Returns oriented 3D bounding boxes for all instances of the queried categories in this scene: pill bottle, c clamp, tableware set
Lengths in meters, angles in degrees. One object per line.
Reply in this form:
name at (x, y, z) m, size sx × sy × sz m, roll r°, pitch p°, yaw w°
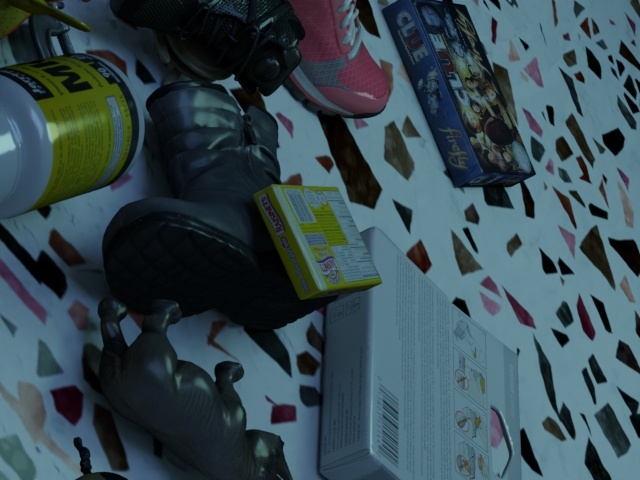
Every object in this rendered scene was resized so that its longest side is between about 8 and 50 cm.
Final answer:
pill bottle at (-0.240, -0.081, 1.537) m, size 0.119 × 0.119 × 0.208 m, roll 63°, pitch 27°, yaw 1°
c clamp at (-0.219, -0.147, 1.704) m, size 0.137 × 0.022 × 0.160 m, roll 2°, pitch 68°, yaw -81°
tableware set at (-0.140, -0.232, 1.925) m, size 0.128 × 0.039 × 0.194 m, roll 10°, pitch 51°, yaw -42°

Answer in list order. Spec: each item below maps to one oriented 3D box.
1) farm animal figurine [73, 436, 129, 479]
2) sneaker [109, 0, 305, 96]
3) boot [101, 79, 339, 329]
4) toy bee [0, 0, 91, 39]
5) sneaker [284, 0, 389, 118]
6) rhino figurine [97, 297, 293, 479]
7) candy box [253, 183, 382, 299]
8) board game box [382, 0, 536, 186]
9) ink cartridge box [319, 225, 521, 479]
farm animal figurine at (-0.081, 0.338, 1.385) m, size 0.330 × 0.172 × 0.326 m, roll 44°, pitch 33°, yaw -31°
sneaker at (-0.095, -0.207, 1.841) m, size 0.227 × 0.087 × 0.130 m, roll -2°, pitch 53°, yaw -54°
boot at (-0.118, -0.046, 1.744) m, size 0.338 × 0.118 × 0.222 m, roll 26°, pitch 41°, yaw -64°
toy bee at (-0.241, -0.223, 1.573) m, size 0.195 × 0.298 × 0.162 m, roll 48°, pitch -9°, yaw 35°
sneaker at (-0.005, -0.256, 2.066) m, size 0.314 × 0.136 × 0.116 m, roll 47°, pitch 33°, yaw -27°
rhino figurine at (-0.099, 0.149, 1.626) m, size 0.243 × 0.073 × 0.106 m, roll 45°, pitch 29°, yaw -32°
candy box at (0.000, 0.000, 1.775) m, size 0.105 × 0.027 × 0.206 m, roll 67°, pitch 16°, yaw 6°
board game box at (0.175, -0.184, 2.406) m, size 0.165 × 0.042 × 0.243 m, roll -4°, pitch 70°, yaw -60°
ink cartridge box at (0.106, 0.172, 1.957) m, size 0.261 × 0.066 × 0.296 m, roll 42°, pitch 35°, yaw -34°
